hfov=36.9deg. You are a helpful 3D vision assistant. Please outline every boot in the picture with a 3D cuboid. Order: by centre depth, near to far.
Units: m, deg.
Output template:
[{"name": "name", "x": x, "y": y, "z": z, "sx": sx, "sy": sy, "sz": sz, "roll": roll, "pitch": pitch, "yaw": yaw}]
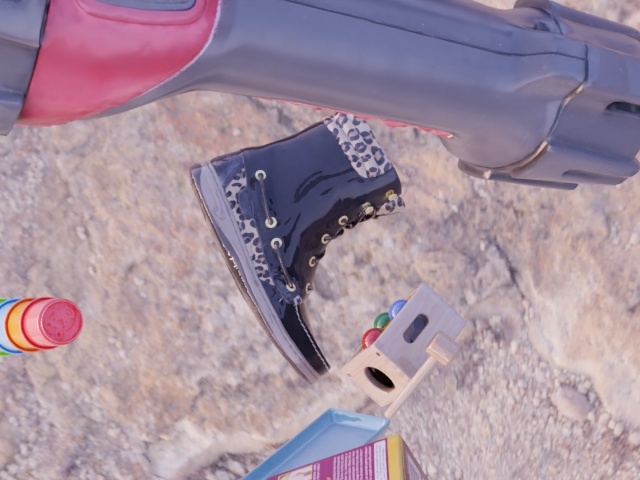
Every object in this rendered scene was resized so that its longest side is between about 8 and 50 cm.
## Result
[{"name": "boot", "x": 0.000, "y": 0.000, "z": 1.453, "sx": 0.284, "sy": 0.138, "sz": 0.377, "roll": -28, "pitch": 93, "yaw": -9}]

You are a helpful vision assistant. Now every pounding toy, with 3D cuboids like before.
[{"name": "pounding toy", "x": 0.107, "y": 0.145, "z": 1.283, "sx": 0.094, "sy": 0.206, "sz": 0.181, "roll": 42, "pitch": 60, "yaw": 1}]

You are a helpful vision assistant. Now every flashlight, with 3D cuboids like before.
[{"name": "flashlight", "x": -0.009, "y": -0.074, "z": 0.379, "sx": 0.304, "sy": 0.103, "sz": 0.103, "roll": 7, "pitch": 39, "yaw": -29}]

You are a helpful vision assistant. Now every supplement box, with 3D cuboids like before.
[{"name": "supplement box", "x": 0.014, "y": 0.146, "z": 0.507, "sx": 0.083, "sy": 0.043, "sz": 0.055, "roll": -21, "pitch": 31, "yaw": 15}]

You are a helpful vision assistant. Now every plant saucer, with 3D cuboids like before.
[{"name": "plant saucer", "x": -0.019, "y": 0.190, "z": 0.773, "sx": 0.067, "sy": 0.192, "sz": 0.018, "roll": 4, "pitch": 110, "yaw": 36}]

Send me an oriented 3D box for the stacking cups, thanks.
[{"name": "stacking cups", "x": -0.431, "y": 0.119, "z": 1.406, "sx": 0.316, "sy": 0.096, "sz": 0.096, "roll": -13, "pitch": 56, "yaw": 52}]
